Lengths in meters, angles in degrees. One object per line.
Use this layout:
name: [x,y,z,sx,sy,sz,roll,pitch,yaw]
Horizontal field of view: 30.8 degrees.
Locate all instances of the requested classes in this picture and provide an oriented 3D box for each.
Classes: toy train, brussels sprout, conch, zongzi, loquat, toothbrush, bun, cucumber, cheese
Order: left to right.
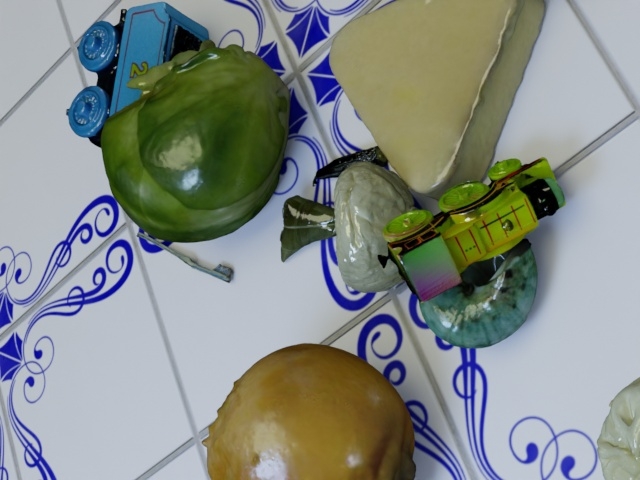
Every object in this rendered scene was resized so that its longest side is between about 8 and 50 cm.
toy train: [-0.351,-0.316,2.325,0.265,0.188,0.300,-3,74,35]
toothbrush: [-0.269,0.031,2.263,0.294,0.026,0.028,19,73,41]
brussels sprout: [-0.207,-0.164,2.095,0.371,0.276,0.315,-41,55,3]
loquat: [-0.013,0.318,1.781,0.328,0.328,0.328,-12,72,38]
zongzi: [0.000,0.000,2.044,0.154,0.062,0.130,19,112,26]
cucumber: [0.045,-0.131,2.037,0.163,0.043,0.039,-12,34,36]
bun: [0.096,-0.024,1.863,0.134,0.220,0.220,-5,74,15]
cheese: [0.163,-0.282,1.930,0.384,0.104,0.384,-12,71,38]
toy train: [0.230,-0.023,1.725,0.296,0.100,0.160,-29,22,-4]
conch: [0.238,0.083,1.764,0.188,0.122,0.176,-4,56,37]
bun: [0.466,0.275,1.510,0.229,0.145,0.229,-11,72,34]
